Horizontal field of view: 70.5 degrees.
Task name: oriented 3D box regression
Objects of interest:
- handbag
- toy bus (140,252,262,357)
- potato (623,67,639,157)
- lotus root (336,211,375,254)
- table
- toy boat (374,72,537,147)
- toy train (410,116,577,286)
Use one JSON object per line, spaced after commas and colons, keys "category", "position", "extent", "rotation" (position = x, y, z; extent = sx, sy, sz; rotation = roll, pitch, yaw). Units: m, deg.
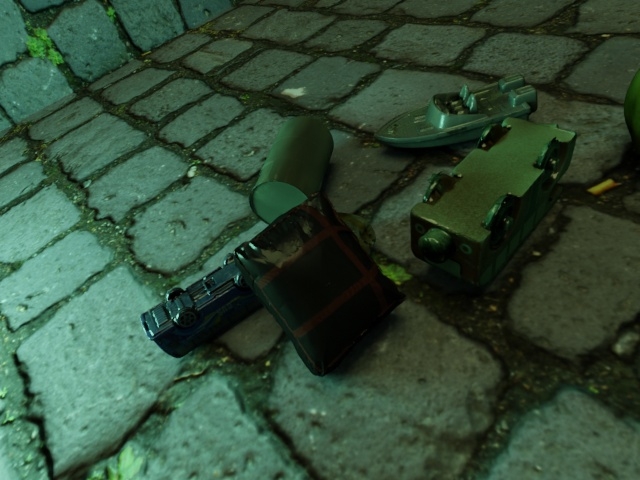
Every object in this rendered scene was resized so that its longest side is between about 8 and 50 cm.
{"category": "handbag", "position": [-0.002, 0.057, 0.643], "extent": [0.169, 0.155, 0.215], "rotation": [-36, 86, -14]}
{"category": "toy bus", "position": [-0.165, 0.098, 0.742], "extent": [0.237, 0.094, 0.079], "rotation": [-33, 36, -15]}
{"category": "potato", "position": [0.575, -0.177, 0.645], "extent": [0.216, 0.216, 0.304], "rotation": [-15, 51, 7]}
{"category": "lotus root", "position": [0.000, 0.000, 0.782], "extent": [0.192, 0.088, 0.113], "rotation": [2, 31, 25]}
{"category": "table", "position": [-0.052, -0.141, 0.922], "extent": [0.126, 0.126, 0.220], "rotation": [-4, 44, 19]}
{"category": "toy boat", "position": [0.268, -0.257, 0.936], "extent": [0.320, 0.092, 0.141], "rotation": [-15, 40, 9]}
{"category": "toy train", "position": [0.257, -0.060, 0.688], "extent": [0.129, 0.159, 0.326], "rotation": [26, 56, 37]}
